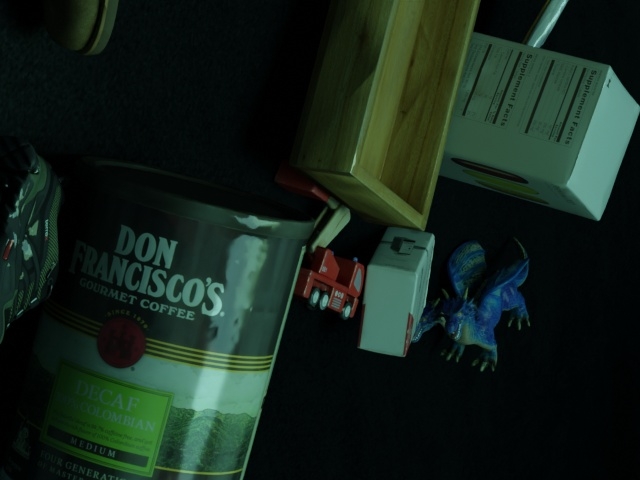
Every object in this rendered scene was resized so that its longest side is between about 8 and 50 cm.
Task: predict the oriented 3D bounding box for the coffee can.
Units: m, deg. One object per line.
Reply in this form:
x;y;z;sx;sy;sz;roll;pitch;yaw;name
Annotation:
-0.135;0.088;1.609;0.201;0.201;0.275;3;103;-63;coffee can

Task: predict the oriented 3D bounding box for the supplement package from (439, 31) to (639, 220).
0.187;-0.129;2.043;0.139;0.244;0.134;34;75;-62;supplement package

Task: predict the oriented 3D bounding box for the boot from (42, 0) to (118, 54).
-0.206;-0.265;1.414;0.115;0.112;0.305;-17;131;-23;boot

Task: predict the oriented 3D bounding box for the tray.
0.084;-0.235;1.922;0.203;0.076;0.411;34;67;-62;tray

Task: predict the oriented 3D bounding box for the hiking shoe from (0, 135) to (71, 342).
-0.245;0.040;1.499;0.114;0.086;0.227;34;74;-59;hiking shoe

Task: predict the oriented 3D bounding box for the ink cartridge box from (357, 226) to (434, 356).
0.082;0.054;2.120;0.135;0.056;0.099;-59;157;-69;ink cartridge box

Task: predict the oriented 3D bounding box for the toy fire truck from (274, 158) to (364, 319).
0.000;0.000;1.985;0.192;0.047;0.135;27;80;-64;toy fire truck

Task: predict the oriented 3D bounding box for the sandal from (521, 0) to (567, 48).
0.199;-0.204;2.205;0.265;0.076;0.102;-60;176;0;sandal

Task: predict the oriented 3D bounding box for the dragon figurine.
0.199;0.056;2.355;0.289;0.085;0.144;-48;145;-38;dragon figurine
